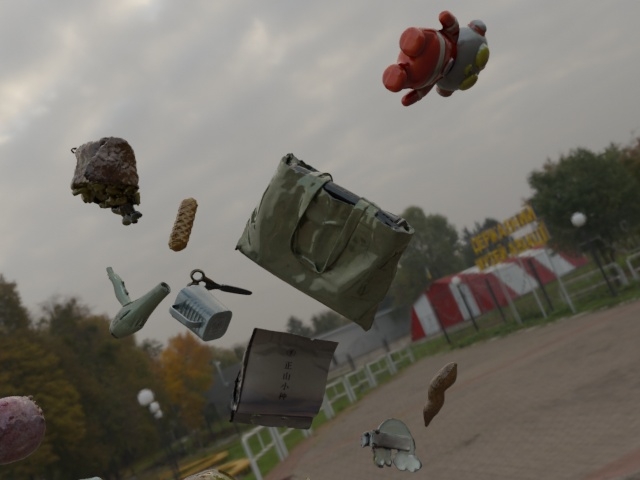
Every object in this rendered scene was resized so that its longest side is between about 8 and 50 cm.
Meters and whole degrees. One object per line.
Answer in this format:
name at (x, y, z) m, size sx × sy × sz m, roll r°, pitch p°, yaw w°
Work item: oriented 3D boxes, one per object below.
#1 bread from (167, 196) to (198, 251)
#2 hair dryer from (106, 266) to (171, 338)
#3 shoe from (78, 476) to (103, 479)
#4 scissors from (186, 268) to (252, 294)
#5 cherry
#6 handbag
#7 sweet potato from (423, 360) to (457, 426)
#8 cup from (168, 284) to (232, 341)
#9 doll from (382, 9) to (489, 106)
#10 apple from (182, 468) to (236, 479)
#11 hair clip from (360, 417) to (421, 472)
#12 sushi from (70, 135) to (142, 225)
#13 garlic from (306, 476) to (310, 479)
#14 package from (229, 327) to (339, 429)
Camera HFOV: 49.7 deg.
bread at (-0.351, -0.042, 1.769) m, size 0.052 × 0.157 × 0.044 m, roll -8°, pitch -36°, yaw 27°
hair dryer at (-0.528, 0.153, 2.000) m, size 0.218 × 0.225 × 0.088 m, roll -20°, pitch -21°, yaw 22°
shoe at (-0.459, 0.498, 1.298) m, size 0.078 × 0.079 × 0.195 m, roll -19°, pitch -11°, yaw -48°
scissors at (-0.327, 0.153, 2.262) m, size 0.220 × 0.088 × 0.017 m, roll 14°, pitch 11°, yaw -23°
cherry at (-0.926, 0.565, 2.017) m, size 0.249 × 0.175 × 0.192 m, roll -18°, pitch -40°, yaw -52°
handbag at (0.004, -0.001, 1.307) m, size 0.109 × 0.315 × 0.253 m, roll -37°, pitch -26°, yaw -53°
sweet potato at (0.343, 0.449, 2.030) m, size 0.051 × 0.065 × 0.218 m, roll -64°, pitch -3°, yaw -78°
cup at (-0.310, 0.183, 1.740) m, size 0.128 × 0.129 × 0.095 m, roll -3°, pitch -59°, yaw -54°
doll at (0.179, -0.260, 0.998) m, size 0.245 × 0.076 × 0.142 m, roll -14°, pitch -40°, yaw -48°
apple at (-0.170, 0.419, 1.072) m, size 0.126 × 0.126 × 0.102 m, roll -24°, pitch -8°, yaw 10°
hair clip at (0.166, 0.465, 1.585) m, size 0.172 × 0.116 × 0.049 m, roll 22°, pitch -27°, yaw -36°
sushi at (-0.502, -0.137, 1.625) m, size 0.166 × 0.179 × 0.296 m, roll 7°, pitch -13°, yaw -30°
garlic at (0.011, 0.544, 1.433) m, size 0.094 × 0.074 × 0.113 m, roll 9°, pitch -1°, yaw -3°
package at (-0.087, 0.314, 1.567) m, size 0.203 × 0.251 × 0.062 m, roll 11°, pitch 20°, yaw -18°
